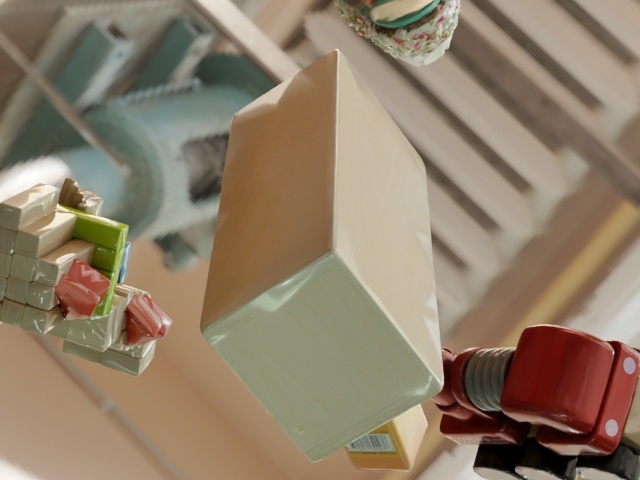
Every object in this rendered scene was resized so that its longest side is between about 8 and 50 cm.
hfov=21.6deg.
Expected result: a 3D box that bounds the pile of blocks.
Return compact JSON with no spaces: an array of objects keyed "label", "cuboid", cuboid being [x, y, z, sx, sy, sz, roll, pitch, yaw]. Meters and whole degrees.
[{"label":"pile of blocks","cuboid":[-0.195,0.037,1.538,0.362,0.113,0.149,56,52,-77]}]

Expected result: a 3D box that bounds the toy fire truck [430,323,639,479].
[{"label":"toy fire truck","cuboid":[0.160,0.102,1.482,0.217,0.246,0.158,-9,-125,55]}]

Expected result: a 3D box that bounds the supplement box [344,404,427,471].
[{"label":"supplement box","cuboid":[0.045,0.149,1.853,0.078,0.080,0.233,-62,142,-45]}]

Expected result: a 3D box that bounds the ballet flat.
[{"label":"ballet flat","cuboid":[0.076,-0.194,1.451,0.091,0.077,0.241,-31,-156,0]}]

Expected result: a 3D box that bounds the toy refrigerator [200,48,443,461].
[{"label":"toy refrigerator","cuboid":[0.000,0.000,0.964,0.094,0.102,0.269,-31,-156,17]}]
